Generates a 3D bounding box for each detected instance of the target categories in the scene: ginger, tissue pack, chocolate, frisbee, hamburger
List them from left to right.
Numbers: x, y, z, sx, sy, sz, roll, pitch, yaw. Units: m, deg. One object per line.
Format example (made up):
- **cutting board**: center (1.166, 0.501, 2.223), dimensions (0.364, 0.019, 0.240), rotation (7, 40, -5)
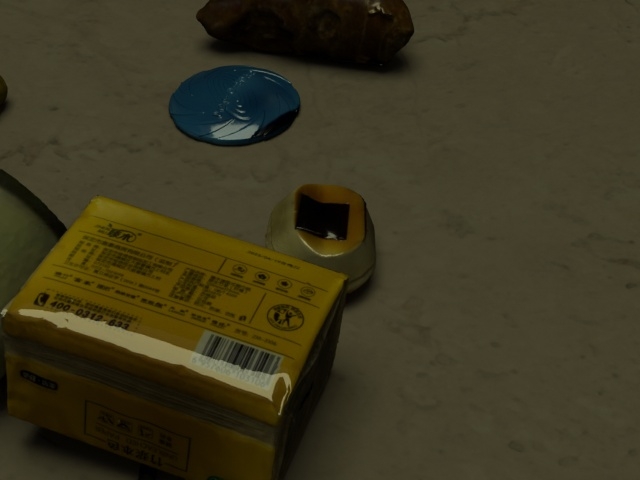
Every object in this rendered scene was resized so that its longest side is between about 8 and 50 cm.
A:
- **chocolate**: center (-0.537, 0.057, 1.673), dimensions (0.326, 0.314, 0.297), rotation (14, 53, 31)
- **tissue pack**: center (-0.187, 0.138, 1.611), dimensions (0.382, 0.228, 0.293), rotation (18, 43, 8)
- **frisbee**: center (-0.158, -0.259, 2.222), dimensions (0.242, 0.045, 0.242), rotation (-1, 43, 1)
- **ginger**: center (-0.009, -0.464, 2.357), dimensions (0.418, 0.176, 0.254), rotation (9, 48, 18)
- **hamburger**: center (0.000, 0.000, 1.881), dimensions (0.173, 0.116, 0.210), rotation (5, 37, -6)

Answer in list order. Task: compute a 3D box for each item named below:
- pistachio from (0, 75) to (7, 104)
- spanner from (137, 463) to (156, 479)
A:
- **pistachio**: center (-0.658, -0.263, 2.184), dimensions (0.189, 0.100, 0.110), rotation (-11, 39, -14)
- **spanner**: center (-0.228, 0.293, 1.616), dimensions (0.054, 0.015, 0.254), rotation (2, 42, 0)
